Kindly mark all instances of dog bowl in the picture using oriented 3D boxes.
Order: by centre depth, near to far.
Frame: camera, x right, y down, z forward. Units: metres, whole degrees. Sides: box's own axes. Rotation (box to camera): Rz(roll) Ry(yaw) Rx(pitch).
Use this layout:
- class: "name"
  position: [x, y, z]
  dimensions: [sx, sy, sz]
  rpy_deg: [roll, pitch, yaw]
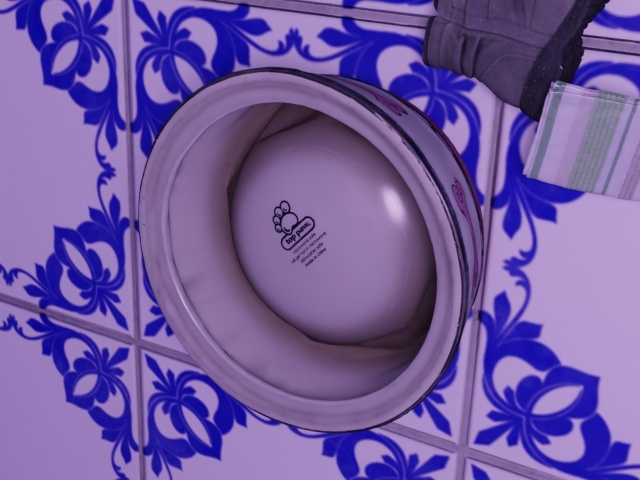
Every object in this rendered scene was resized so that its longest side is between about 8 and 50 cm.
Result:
- class: "dog bowl"
  position: [0.000, 0.000, 1.089]
  dimensions: [0.407, 0.150, 0.408]
  rpy_deg: [12, 114, 28]

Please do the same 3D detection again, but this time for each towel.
- class: "towel"
  position: [0.279, -0.091, 0.925]
  dimensions: [0.152, 0.023, 0.113]
  rpy_deg: [12, 134, 4]

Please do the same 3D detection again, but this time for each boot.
- class: "boot"
  position: [0.189, -0.244, 0.921]
  dimensions: [0.161, 0.083, 0.247]
  rpy_deg: [33, 127, 18]
